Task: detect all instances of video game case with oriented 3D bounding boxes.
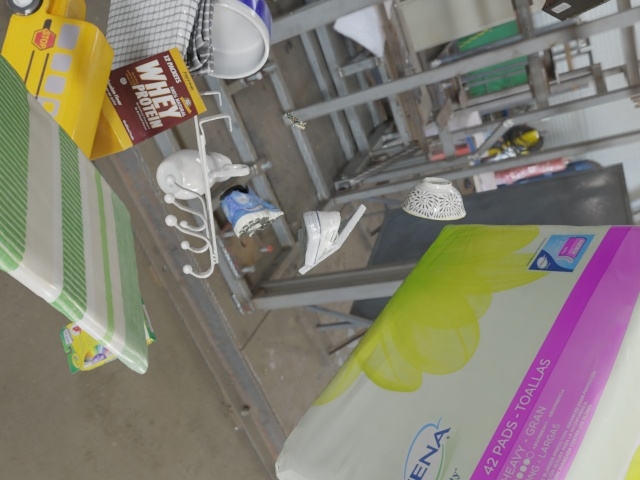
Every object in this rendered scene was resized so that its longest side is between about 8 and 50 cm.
[{"bbox_3d":[0.032,-0.004,1.510,0.022,0.173,0.190,44,46,-8],"label":"video game case"}]

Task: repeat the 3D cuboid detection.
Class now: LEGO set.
[{"bbox_3d":[-0.060,-0.268,1.249,0.054,0.023,0.083,27,23,-10],"label":"LEGO set"}]

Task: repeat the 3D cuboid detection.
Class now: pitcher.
[{"bbox_3d":[-0.300,-0.175,1.423,0.207,0.178,0.125,-30,121,-60],"label":"pitcher"}]

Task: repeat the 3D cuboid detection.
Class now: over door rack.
[{"bbox_3d":[-0.253,-0.123,1.100,0.239,0.108,0.323,-119,-144,-59],"label":"over door rack"}]

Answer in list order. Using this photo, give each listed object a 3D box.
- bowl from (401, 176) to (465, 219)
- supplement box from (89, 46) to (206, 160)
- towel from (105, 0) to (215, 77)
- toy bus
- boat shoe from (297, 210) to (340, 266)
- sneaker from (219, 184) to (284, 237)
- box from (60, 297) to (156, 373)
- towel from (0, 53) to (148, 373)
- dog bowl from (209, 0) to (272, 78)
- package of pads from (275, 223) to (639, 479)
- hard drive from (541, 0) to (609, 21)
[{"bbox_3d":[0.302,-0.118,1.454,0.170,0.170,0.080,-38,137,-59],"label":"bowl"},{"bbox_3d":[-0.366,-0.256,1.054,0.194,0.192,0.129,-39,115,-38],"label":"supplement box"},{"bbox_3d":[-0.353,-0.472,1.235,0.121,0.284,0.234,18,76,-56],"label":"towel"},{"bbox_3d":[-0.398,-0.217,0.811,0.108,0.130,0.332,107,-8,-80],"label":"toy bus"},{"bbox_3d":[0.000,0.000,1.130,0.226,0.076,0.083,112,-32,-75],"label":"boat shoe"},{"bbox_3d":[-0.205,-0.098,1.610,0.147,0.130,0.330,55,4,3],"label":"sneaker"},{"bbox_3d":[-0.444,0.198,1.151,0.043,0.179,0.105,74,-7,-74],"label":"box"},{"bbox_3d":[-0.262,-0.042,0.513,0.324,0.038,0.247,68,-1,-53],"label":"towel"},{"bbox_3d":[-0.263,-0.560,1.468,0.265,0.265,0.104,41,46,-50],"label":"dog bowl"},{"bbox_3d":[0.126,0.111,0.423,0.296,0.229,0.101,-49,118,-25],"label":"package of pads"},{"bbox_3d":[0.540,-0.573,0.969,0.338,0.064,0.237,-63,-176,10],"label":"hard drive"}]
